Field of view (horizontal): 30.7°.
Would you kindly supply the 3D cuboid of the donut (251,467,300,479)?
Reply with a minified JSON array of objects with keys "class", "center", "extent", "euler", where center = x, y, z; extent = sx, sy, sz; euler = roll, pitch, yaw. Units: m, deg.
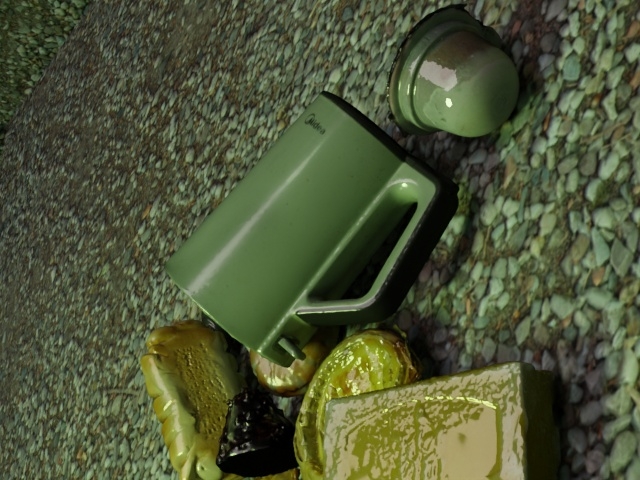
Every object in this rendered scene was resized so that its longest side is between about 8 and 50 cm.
[{"class":"donut","center":[-0.086,0.468,1.793],"extent":[0.259,0.101,0.152],"euler":[122,141,-47]}]

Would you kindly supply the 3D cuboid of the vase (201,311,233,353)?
[{"class":"vase","center":[-0.207,0.251,2.178],"extent":[0.115,0.116,0.237],"euler":[-23,49,54]}]

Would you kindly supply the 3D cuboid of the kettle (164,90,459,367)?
[{"class":"kettle","center":[0.000,0.000,1.762],"extent":[0.376,0.250,0.361],"euler":[-50,43,1]}]

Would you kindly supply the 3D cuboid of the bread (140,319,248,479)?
[{"class":"bread","center":[-0.207,0.283,2.035],"extent":[0.121,0.173,0.311],"euler":[105,148,-53]}]

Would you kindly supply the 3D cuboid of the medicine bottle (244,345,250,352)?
[{"class":"medicine bottle","center":[-0.110,0.130,2.066],"extent":[0.107,0.107,0.191],"euler":[-65,29,11]}]

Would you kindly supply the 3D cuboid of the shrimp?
[{"class":"shrimp","center":[-0.028,0.120,1.929],"extent":[0.152,0.063,0.287],"euler":[19,84,29]}]

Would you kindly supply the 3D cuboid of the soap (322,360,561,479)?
[{"class":"soap","center":[0.145,0.271,1.464],"extent":[0.315,0.091,0.199],"euler":[-16,59,37]}]

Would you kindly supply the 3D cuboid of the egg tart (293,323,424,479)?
[{"class":"egg tart","center":[0.066,0.254,1.703],"extent":[0.279,0.095,0.278],"euler":[-37,40,39]}]

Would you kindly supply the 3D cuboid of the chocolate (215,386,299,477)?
[{"class":"chocolate","center":[-0.102,0.301,1.892],"extent":[0.156,0.156,0.133],"euler":[-39,50,45]}]

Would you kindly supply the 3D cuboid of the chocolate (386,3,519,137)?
[{"class":"chocolate","center":[0.215,-0.223,1.685],"extent":[0.147,0.221,0.221],"euler":[31,101,33]}]
